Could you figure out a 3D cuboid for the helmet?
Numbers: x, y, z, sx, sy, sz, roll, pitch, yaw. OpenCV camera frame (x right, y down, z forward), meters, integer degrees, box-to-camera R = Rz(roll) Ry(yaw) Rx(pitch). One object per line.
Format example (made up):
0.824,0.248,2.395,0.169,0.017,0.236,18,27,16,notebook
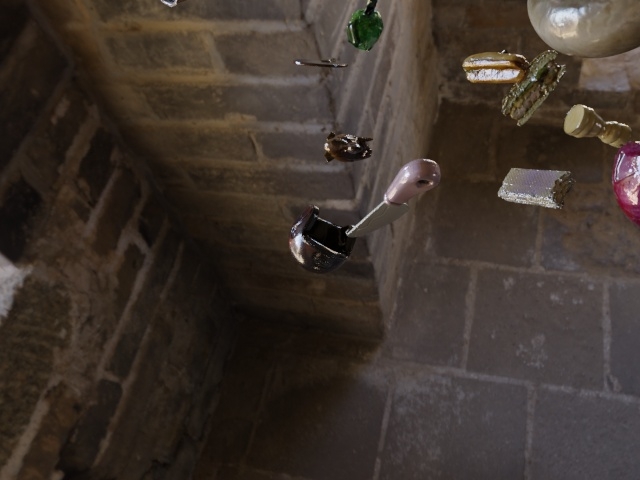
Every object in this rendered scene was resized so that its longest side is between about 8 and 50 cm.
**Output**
0.000,0.000,1.719,0.193,0.189,0.216,-52,26,26,helmet

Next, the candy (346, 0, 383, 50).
0.122,-0.568,1.313,0.097,0.323,0.097,2,68,-5,candy

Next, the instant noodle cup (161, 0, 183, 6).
-0.355,-0.753,1.520,0.207,0.217,0.217,-39,53,-21,instant noodle cup

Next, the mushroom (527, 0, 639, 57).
0.372,-0.345,0.723,0.226,0.178,0.226,-43,28,29,mushroom

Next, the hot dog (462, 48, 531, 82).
0.566,-0.566,1.850,0.076,0.104,0.250,-42,32,-18,hot dog

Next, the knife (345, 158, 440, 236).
0.142,-0.072,1.138,0.081,0.336,0.043,6,69,-17,knife

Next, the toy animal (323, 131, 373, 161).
0.097,-0.261,1.616,0.188,0.089,0.179,-1,10,-32,toy animal

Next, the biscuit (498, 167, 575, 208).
0.660,-0.161,1.746,0.108,0.062,0.239,-60,28,-6,biscuit

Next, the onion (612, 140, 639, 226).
0.805,-0.123,1.298,0.256,0.230,0.272,-1,19,12,onion

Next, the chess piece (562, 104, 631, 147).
0.570,-0.231,1.167,0.122,0.066,0.066,15,53,-11,chess piece

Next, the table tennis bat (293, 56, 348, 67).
0.009,-0.519,1.660,0.154,0.021,0.274,7,21,8,table tennis bat

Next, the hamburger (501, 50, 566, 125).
0.756,-0.549,2.021,0.124,0.262,0.131,38,29,3,hamburger
